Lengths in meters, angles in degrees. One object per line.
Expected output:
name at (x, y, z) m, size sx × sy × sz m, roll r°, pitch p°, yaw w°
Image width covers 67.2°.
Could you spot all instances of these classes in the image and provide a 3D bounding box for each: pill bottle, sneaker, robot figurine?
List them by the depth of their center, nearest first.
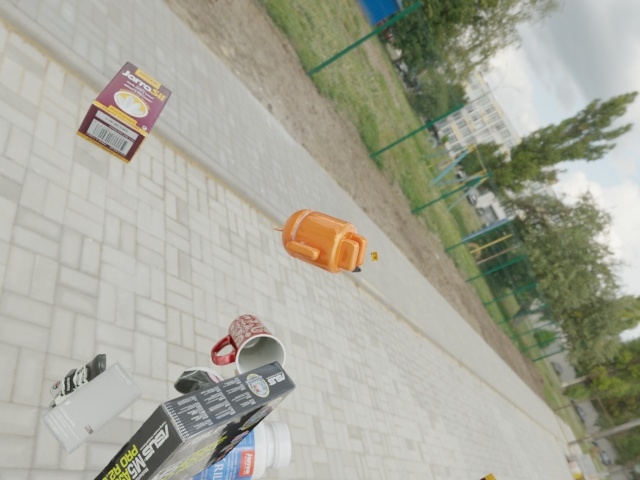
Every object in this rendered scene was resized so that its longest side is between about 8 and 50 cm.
pill bottle at (-0.177, 0.412, 0.953) m, size 0.221 × 0.124 × 0.124 m, roll 3°, pitch 53°, yaw -21°
sneaker at (-0.221, 0.327, 1.021) m, size 0.178 × 0.072 × 0.077 m, roll 20°, pitch 13°, yaw -17°
robot figurine at (0.001, 0.000, 1.138) m, size 0.158 × 0.219 × 0.128 m, roll -56°, pitch 151°, yaw -24°
sneaker at (-0.835, 0.504, 1.644) m, size 0.146 × 0.331 × 0.122 m, roll 20°, pitch 30°, yaw -31°

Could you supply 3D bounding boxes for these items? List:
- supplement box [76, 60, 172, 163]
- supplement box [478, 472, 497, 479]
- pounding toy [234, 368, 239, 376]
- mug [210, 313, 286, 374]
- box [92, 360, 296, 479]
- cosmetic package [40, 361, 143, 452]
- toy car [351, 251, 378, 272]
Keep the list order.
supplement box at (-0.368, -0.248, 0.921) m, size 0.104 × 0.081 × 0.188 m, roll 32°, pitch 35°, yaw -24°
supplement box at (0.369, 0.672, 1.096) m, size 0.191 × 0.194 × 0.129 m, roll 54°, pitch 7°, yaw -32°
pounding toy at (-0.190, 0.440, 1.497) m, size 0.130 × 0.141 × 0.100 m, roll -2°, pitch 76°, yaw -27°
mug at (-0.173, 0.235, 1.119) m, size 0.150 × 0.113 × 0.169 m, roll 23°, pitch 3°, yaw -23°
box at (-0.184, 0.296, 0.727) m, size 0.060 × 0.216 × 0.270 m, roll 49°, pitch 19°, yaw 19°
cosmetic package at (-0.643, 0.474, 1.371) m, size 0.127 × 0.107 × 0.238 m, roll 47°, pitch 57°, yaw 4°
toy car at (0.142, 0.067, 1.531) m, size 0.060 × 0.122 × 0.041 m, roll 37°, pitch 45°, yaw -43°
